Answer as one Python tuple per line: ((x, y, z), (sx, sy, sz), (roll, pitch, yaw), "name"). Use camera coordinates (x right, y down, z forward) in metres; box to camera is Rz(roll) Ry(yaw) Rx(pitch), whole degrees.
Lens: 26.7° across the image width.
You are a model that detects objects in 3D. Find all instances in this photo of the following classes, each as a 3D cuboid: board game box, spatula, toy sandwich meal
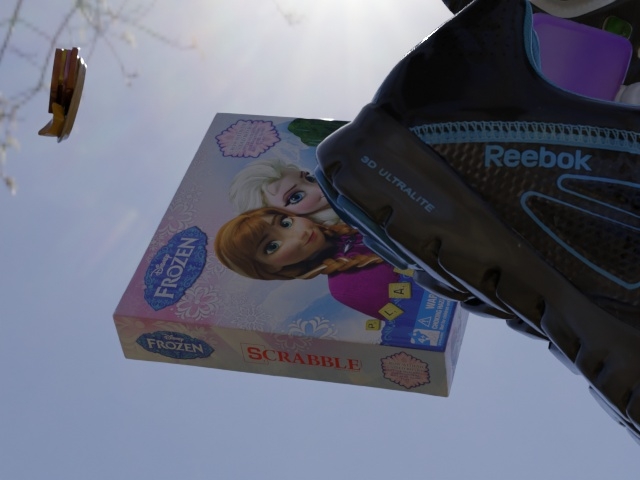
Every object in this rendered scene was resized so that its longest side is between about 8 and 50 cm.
((0.000, 0.000, 1.330), (0.317, 0.319, 0.066), (5, -47, 15), "board game box")
((0.211, -0.085, 0.825), (0.030, 0.296, 0.084), (23, -89, -33), "spatula")
((-0.224, -0.125, 1.160), (0.029, 0.086, 0.086), (14, -47, -16), "toy sandwich meal")

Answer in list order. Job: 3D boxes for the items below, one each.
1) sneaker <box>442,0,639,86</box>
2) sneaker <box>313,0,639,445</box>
((0.321, -0.243, 1.412), (0.257, 0.447, 0.169), (-10, -49, -53), "sneaker")
((0.159, 0.017, 0.595), (0.140, 0.341, 0.125), (-51, -14, -4), "sneaker")
